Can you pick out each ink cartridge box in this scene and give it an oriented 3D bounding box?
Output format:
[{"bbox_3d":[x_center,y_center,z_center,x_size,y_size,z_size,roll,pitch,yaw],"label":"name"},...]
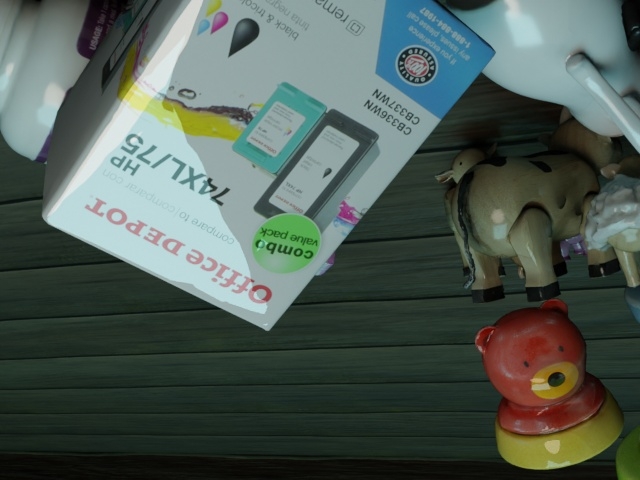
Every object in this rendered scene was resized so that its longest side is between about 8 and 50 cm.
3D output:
[{"bbox_3d":[-0.053,-0.116,0.654,0.198,0.197,0.270,29,110,-26],"label":"ink cartridge box"}]

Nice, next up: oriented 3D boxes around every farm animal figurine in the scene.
[{"bbox_3d":[0.229,-0.047,0.884,0.330,0.172,0.327,-11,-176,37],"label":"farm animal figurine"}]

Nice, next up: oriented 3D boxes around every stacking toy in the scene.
[{"bbox_3d":[0.310,0.095,0.747,0.309,0.130,0.279,-25,-167,-13],"label":"stacking toy"}]

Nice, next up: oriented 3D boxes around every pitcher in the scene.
[{"bbox_3d":[0.205,-0.152,0.695,0.207,0.177,0.125,29,118,-38],"label":"pitcher"}]

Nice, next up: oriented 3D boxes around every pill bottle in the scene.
[{"bbox_3d":[-0.197,-0.138,0.822,0.301,0.169,0.169,20,150,-23],"label":"pill bottle"}]

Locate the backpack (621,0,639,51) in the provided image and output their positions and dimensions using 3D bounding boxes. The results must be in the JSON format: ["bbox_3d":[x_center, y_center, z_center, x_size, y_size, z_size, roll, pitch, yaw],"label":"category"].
[{"bbox_3d":[0.398,-0.092,0.669,0.273,0.290,0.355,-21,152,15],"label":"backpack"}]

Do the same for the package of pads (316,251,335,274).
[{"bbox_3d":[0.000,0.000,1.135,0.032,0.083,0.050,12,156,-20],"label":"package of pads"}]
